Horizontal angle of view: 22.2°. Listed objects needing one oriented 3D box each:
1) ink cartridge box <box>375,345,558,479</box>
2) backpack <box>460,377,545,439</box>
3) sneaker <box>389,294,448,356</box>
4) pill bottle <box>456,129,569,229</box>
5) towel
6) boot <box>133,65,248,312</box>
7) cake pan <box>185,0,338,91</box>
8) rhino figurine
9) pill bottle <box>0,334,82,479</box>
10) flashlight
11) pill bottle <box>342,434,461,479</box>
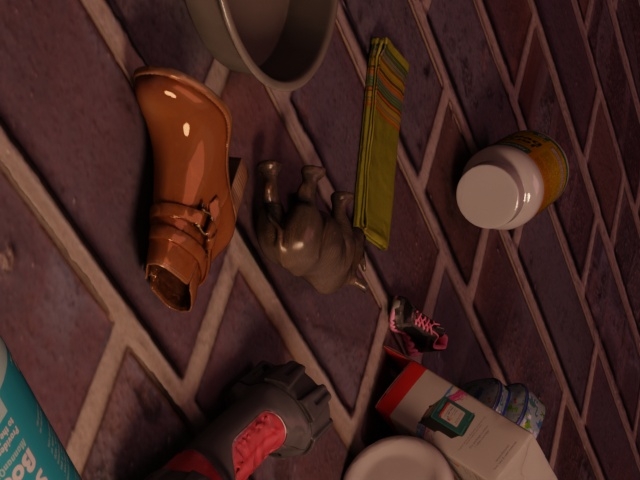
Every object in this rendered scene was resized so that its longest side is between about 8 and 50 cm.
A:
[{"bbox_3d":[0.156,0.228,1.926,0.078,0.231,0.134,-50,143,-13],"label":"ink cartridge box"},{"bbox_3d":[0.234,0.236,2.176,0.084,0.114,0.105,48,46,-30],"label":"backpack"},{"bbox_3d":[0.122,0.103,1.994,0.119,0.057,0.047,53,45,-52],"label":"sneaker"},{"bbox_3d":[0.258,-0.079,2.226,0.208,0.118,0.117,-28,116,-63],"label":"pill bottle"},{"bbox_3d":[0.075,-0.114,1.929,0.102,0.021,0.237,32,61,-62],"label":"towel"},{"bbox_3d":[-0.125,-0.043,1.417,0.197,0.073,0.152,58,44,-47],"label":"boot"},{"bbox_3d":[-0.060,-0.290,1.581,0.293,0.054,0.293,0,90,-66],"label":"cake pan"},{"bbox_3d":[0.000,0.000,1.697,0.243,0.073,0.106,36,54,-63],"label":"rhino figurine"},{"bbox_3d":[-0.238,0.159,1.064,0.146,0.146,0.264,-67,147,-42],"label":"pill bottle"},{"bbox_3d":[-0.074,0.208,1.491,0.304,0.103,0.103,-35,121,-61],"label":"flashlight"},{"bbox_3d":[0.120,0.329,1.895,0.229,0.131,0.131,56,41,-52],"label":"pill bottle"}]
